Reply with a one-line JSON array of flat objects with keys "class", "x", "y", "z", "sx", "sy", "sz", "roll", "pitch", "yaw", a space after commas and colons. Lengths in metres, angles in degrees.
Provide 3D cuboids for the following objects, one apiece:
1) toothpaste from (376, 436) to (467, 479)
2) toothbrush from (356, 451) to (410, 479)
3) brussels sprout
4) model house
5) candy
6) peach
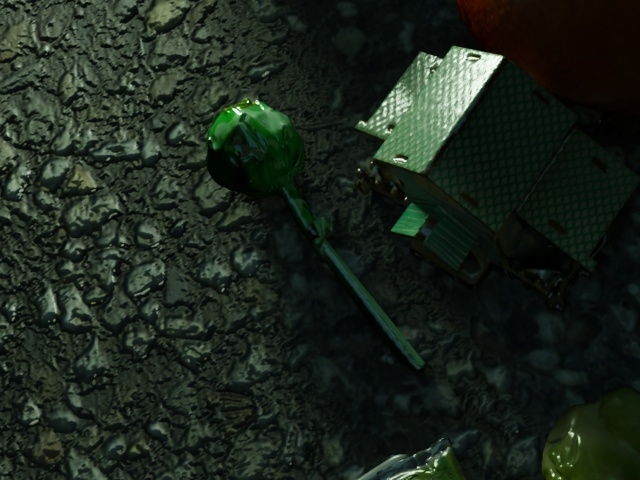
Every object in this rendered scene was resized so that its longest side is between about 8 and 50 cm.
[{"class": "toothpaste", "x": 0.138, "y": 0.295, "z": 1.510, "sx": 0.078, "sy": 0.047, "sz": 0.248, "roll": -26, "pitch": 66, "yaw": -6}, {"class": "toothbrush", "x": -0.008, "y": 0.248, "z": 1.571, "sx": 0.204, "sy": 0.017, "sz": 0.022, "roll": -29, "pitch": 57, "yaw": 1}, {"class": "brussels sprout", "x": 0.268, "y": 0.211, "z": 1.476, "sx": 0.155, "sy": 0.117, "sz": 0.155, "roll": -8, "pitch": 48, "yaw": 9}, {"class": "model house", "x": 0.142, "y": -0.066, "z": 1.550, "sx": 0.271, "sy": 0.206, "sz": 0.178, "roll": 36, "pitch": 81, "yaw": 20}, {"class": "candy", "x": 0.002, "y": -0.001, "z": 1.637, "sx": 0.097, "sy": 0.097, "sz": 0.323, "roll": -36, "pitch": 77, "yaw": -3}, {"class": "peach", "x": 0.293, "y": -0.282, "z": 1.523, "sx": 0.372, "sy": 0.290, "sz": 0.372, "roll": -27, "pitch": 34, "yaw": 19}]
